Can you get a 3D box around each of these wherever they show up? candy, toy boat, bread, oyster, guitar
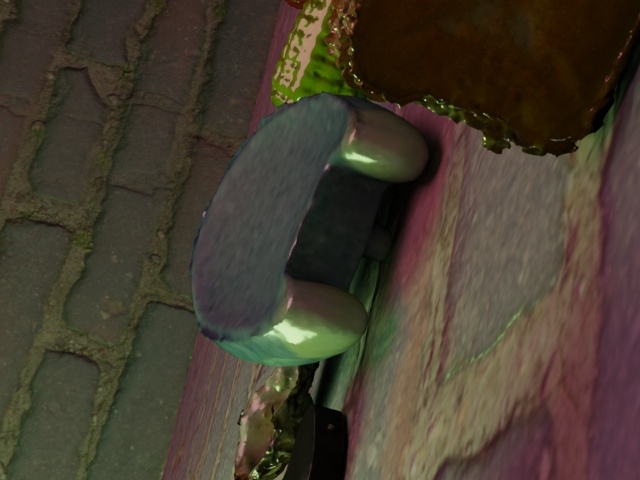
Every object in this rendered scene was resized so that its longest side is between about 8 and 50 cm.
[{"bbox_3d":[0.024,-0.214,1.142,0.097,0.096,0.209,-107,40,-76],"label":"candy"},{"bbox_3d":[0.000,0.000,0.896,0.330,0.123,0.215,-4,66,69],"label":"toy boat"},{"bbox_3d":[0.070,-0.113,0.466,0.069,0.127,0.140,-103,29,-64],"label":"bread"},{"bbox_3d":[-0.034,0.152,0.930,0.148,0.051,0.103,-56,10,14],"label":"oyster"},{"bbox_3d":[-0.029,0.224,0.843,0.088,0.025,0.233,-90,18,-60],"label":"guitar"}]

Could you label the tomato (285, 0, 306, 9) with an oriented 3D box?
[{"bbox_3d":[0.031,-0.318,1.217,0.173,0.099,0.189,-53,-10,-18],"label":"tomato"}]
